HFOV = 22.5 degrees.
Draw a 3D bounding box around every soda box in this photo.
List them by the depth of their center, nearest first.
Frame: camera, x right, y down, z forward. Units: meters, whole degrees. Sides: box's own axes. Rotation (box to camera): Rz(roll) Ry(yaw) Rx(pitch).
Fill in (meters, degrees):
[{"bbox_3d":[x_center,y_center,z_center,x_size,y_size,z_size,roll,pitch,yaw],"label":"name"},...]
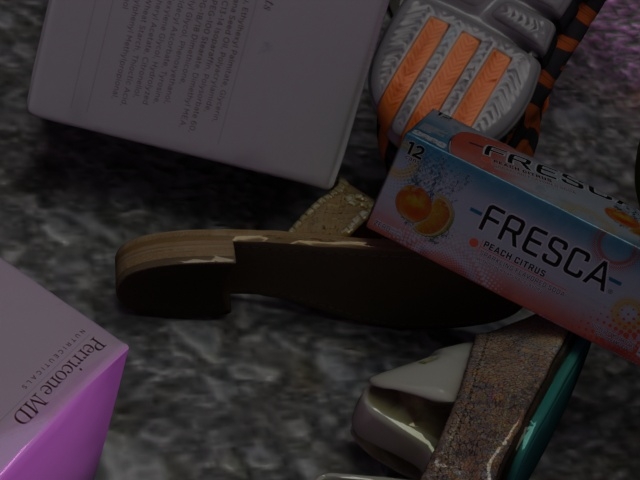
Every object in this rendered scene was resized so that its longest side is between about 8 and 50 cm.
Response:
[{"bbox_3d":[0.121,-0.001,0.863,0.183,0.063,0.058,27,24,8],"label":"soda box"}]

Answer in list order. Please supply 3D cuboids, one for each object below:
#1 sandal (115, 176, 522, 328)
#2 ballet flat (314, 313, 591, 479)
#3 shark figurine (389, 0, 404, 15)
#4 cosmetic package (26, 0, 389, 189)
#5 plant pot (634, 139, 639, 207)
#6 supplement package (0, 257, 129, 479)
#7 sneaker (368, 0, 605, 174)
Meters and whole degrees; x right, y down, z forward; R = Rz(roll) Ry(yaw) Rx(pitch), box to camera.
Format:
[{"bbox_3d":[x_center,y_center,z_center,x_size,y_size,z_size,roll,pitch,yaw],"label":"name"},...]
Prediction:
[{"bbox_3d":[0.001,-0.004,0.931,0.240,0.088,0.079,2,57,-12],"label":"sandal"},{"bbox_3d":[0.054,0.128,0.834,0.106,0.107,0.316,23,46,10],"label":"ballet flat"},{"bbox_3d":[0.125,-0.235,1.150,0.278,0.116,0.166,-15,59,-26],"label":"shark figurine"},{"bbox_3d":[-0.062,-0.142,0.948,0.183,0.151,0.151,15,21,-8],"label":"cosmetic package"},{"bbox_3d":[0.366,0.018,0.895,0.366,0.366,0.353,-9,44,-25],"label":"plant pot"},{"bbox_3d":[-0.233,0.090,0.731,0.203,0.149,0.194,33,49,10],"label":"supplement package"},{"bbox_3d":[0.127,-0.158,1.022,0.124,0.180,0.321,34,76,11],"label":"sneaker"}]
